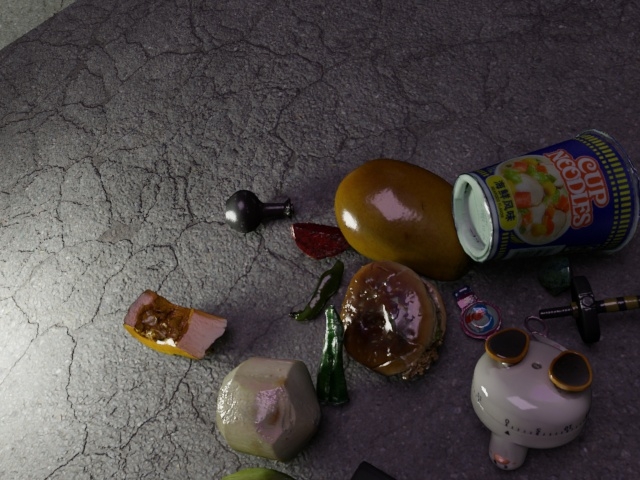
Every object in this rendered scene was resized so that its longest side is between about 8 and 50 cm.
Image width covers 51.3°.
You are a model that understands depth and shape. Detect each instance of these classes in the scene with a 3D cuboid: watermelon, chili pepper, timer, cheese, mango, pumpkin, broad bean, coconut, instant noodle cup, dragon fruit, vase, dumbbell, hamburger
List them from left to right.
[{"bbox_3d":[-0.365,0.226,1.703,0.248,0.126,0.131,24,61,10],"label":"pumpkin"},{"bbox_3d":[-0.164,-0.081,1.822,0.183,0.120,0.120,-2,58,1],"label":"vase"},{"bbox_3d":[-0.103,0.367,1.458,0.241,0.241,0.241,-9,58,14],"label":"coconut"},{"bbox_3d":[0.000,0.000,1.732,0.162,0.083,0.106,7,16,-3],"label":"dragon fruit"},{"bbox_3d":[0.003,0.132,1.666,0.061,0.046,0.195,37,79,30],"label":"broad bean"},{"bbox_3d":[0.025,0.252,1.499,0.088,0.059,0.226,6,102,33],"label":"chili pepper"},{"bbox_3d":[0.158,0.186,1.507,0.243,0.146,0.285,-29,65,24],"label":"hamburger"},{"bbox_3d":[0.212,-0.049,1.603,0.378,0.221,0.264,35,71,22],"label":"mango"},{"bbox_3d":[0.356,0.165,1.523,0.095,0.038,0.145,-30,56,0],"label":"cheese"},{"bbox_3d":[0.416,0.321,1.341,0.234,0.240,0.233,0,33,0],"label":"timer"},{"bbox_3d":[0.462,-0.076,1.432,0.313,0.284,0.284,-11,55,-11],"label":"instant noodle cup"},{"bbox_3d":[0.537,0.069,1.500,0.072,0.092,0.084,-22,54,-43],"label":"watermelon"},{"bbox_3d":[0.623,0.132,1.385,0.326,0.143,0.143,-10,57,13],"label":"dumbbell"}]

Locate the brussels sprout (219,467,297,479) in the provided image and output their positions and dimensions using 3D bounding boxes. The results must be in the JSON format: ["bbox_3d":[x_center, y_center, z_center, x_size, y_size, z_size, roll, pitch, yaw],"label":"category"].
[{"bbox_3d":[-0.141,0.602,1.295,0.344,0.268,0.344,-14,60,25],"label":"brussels sprout"}]

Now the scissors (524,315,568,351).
[{"bbox_3d":[0.504,0.232,1.440,0.176,0.022,0.085,34,75,35],"label":"scissors"}]

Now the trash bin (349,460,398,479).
[{"bbox_3d":[0.148,0.565,1.315,0.226,0.115,0.165,24,71,34],"label":"trash bin"}]
